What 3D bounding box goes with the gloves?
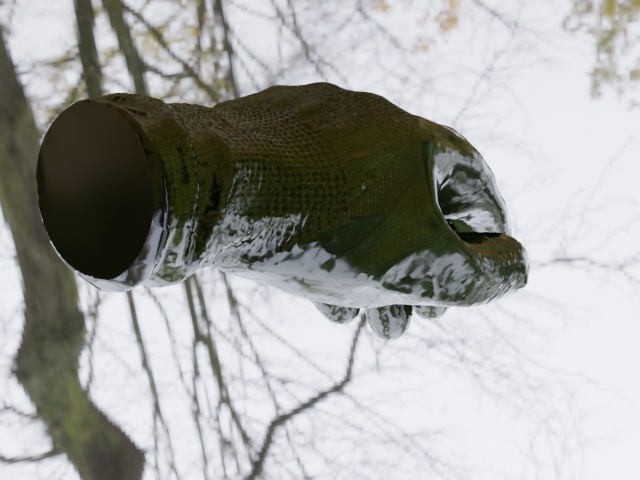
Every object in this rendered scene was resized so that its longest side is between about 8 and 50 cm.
[{"bbox_3d":[0.003,-0.013,0.552,0.135,0.107,0.268,28,-173,36],"label":"gloves"}]
